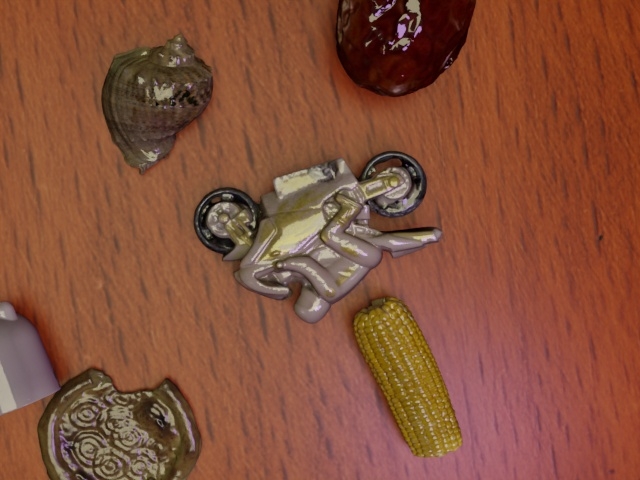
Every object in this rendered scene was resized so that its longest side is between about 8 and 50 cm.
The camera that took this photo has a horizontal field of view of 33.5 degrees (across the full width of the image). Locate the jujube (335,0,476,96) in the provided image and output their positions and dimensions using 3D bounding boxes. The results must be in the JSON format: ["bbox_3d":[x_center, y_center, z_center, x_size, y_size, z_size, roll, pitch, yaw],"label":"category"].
[{"bbox_3d":[0.128,-0.343,1.482,0.197,0.197,0.290,22,88,-6],"label":"jujube"}]

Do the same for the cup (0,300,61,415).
[{"bbox_3d":[-0.457,0.167,1.477,0.134,0.173,0.142,-22,92,-36],"label":"cup"}]

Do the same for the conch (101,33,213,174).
[{"bbox_3d":[-0.238,-0.199,1.507,0.155,0.130,0.207,33,113,27],"label":"conch"}]

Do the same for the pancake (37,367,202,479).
[{"bbox_3d":[-0.289,0.289,1.531,0.235,0.029,0.212,2,92,-4],"label":"pancake"}]

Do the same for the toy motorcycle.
[{"bbox_3d":[0.000,0.000,1.513,0.340,0.108,0.223,-15,84,2],"label":"toy motorcycle"}]

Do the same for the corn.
[{"bbox_3d":[0.129,0.200,1.539,0.093,0.093,0.244,-27,94,-5],"label":"corn"}]
